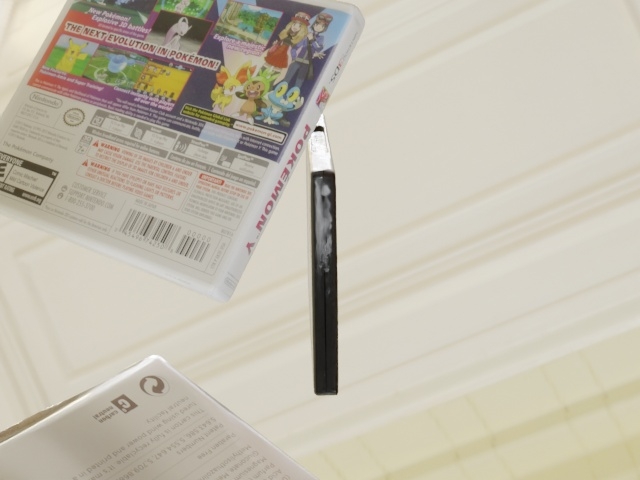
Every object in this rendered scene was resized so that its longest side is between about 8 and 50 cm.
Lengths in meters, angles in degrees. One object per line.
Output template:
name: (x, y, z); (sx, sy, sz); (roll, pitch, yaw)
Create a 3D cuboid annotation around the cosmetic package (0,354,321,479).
cosmetic package: (-0.025, 0.268, 0.587); (0.385, 0.217, 0.156); (33, -144, 25)

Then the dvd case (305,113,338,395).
dvd case: (0.000, 0.000, 0.921); (0.253, 0.022, 0.181); (-95, 4, -73)

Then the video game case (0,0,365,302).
video game case: (-0.097, -0.077, 0.629); (0.184, 0.201, 0.023); (-64, -29, -12)
